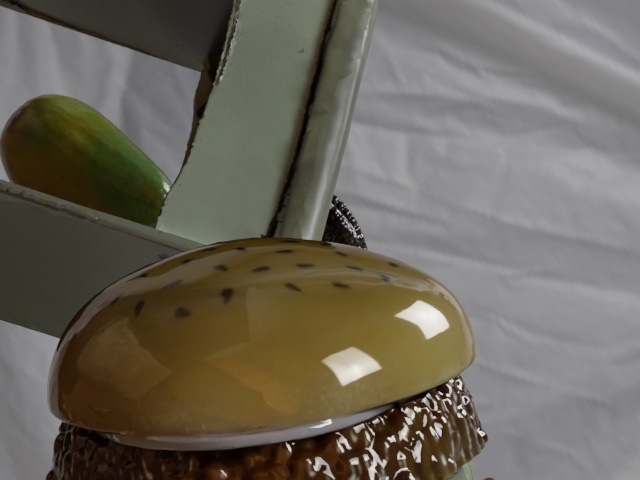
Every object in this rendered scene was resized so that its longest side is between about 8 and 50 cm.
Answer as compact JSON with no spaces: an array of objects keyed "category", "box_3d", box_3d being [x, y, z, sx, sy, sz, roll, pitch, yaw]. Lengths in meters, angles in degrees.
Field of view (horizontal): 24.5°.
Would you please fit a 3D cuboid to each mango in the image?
[{"category":"mango","box_3d":[-0.225,-0.053,1.442,0.091,0.237,0.137,-29,148,-36]}]

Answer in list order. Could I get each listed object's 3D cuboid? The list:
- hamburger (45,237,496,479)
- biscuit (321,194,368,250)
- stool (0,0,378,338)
[{"category":"hamburger","box_3d":[-0.019,0.068,0.486,0.175,0.137,0.175,-7,-172,1]},{"category":"biscuit","box_3d":[0.000,0.000,1.072,0.027,0.089,0.087,-35,173,-36]},{"category":"stool","box_3d":[-0.125,-0.076,0.921,0.170,0.269,0.244,119,-14,-59]}]
